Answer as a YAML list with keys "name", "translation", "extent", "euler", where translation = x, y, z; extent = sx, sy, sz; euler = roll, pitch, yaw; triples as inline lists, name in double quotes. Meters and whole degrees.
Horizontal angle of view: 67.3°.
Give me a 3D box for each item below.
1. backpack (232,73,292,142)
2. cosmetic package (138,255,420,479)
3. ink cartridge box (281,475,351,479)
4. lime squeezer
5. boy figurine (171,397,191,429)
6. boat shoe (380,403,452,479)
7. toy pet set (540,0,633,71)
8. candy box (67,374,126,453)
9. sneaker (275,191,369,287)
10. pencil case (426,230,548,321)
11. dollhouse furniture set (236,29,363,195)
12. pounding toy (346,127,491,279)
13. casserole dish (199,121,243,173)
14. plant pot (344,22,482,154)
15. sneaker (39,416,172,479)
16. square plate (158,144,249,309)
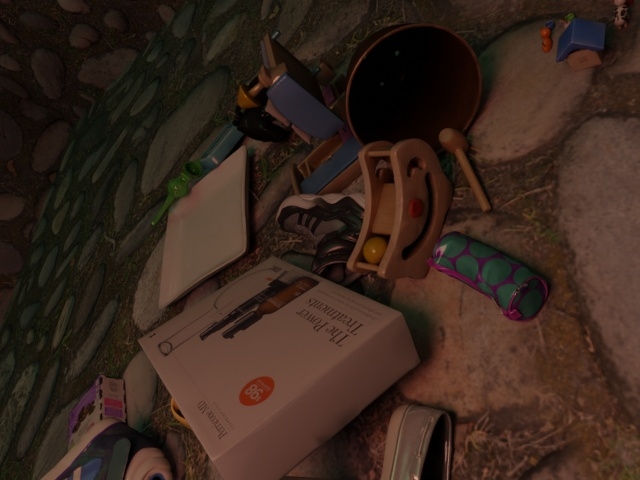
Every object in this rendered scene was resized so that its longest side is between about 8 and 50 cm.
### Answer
- name: "backpack"
  translation: [-0.114, -0.334, 1.182]
  extent: [0.152, 0.115, 0.181]
  euler: [17, 79, 38]
- name: "cosmetic package"
  translation: [-0.087, 0.164, 0.724]
  extent: [0.284, 0.097, 0.377]
  euler: [-35, 26, -22]
- name: "ink cartridge box"
  translation: [0.012, 0.406, 0.573]
  extent: [0.093, 0.154, 0.212]
  euler: [-47, 41, 16]
- name: "lime squeezer"
  translation: [-0.376, -0.169, 1.362]
  extent: [0.310, 0.059, 0.110]
  euler: [-57, -5, -14]
- name: "boy figurine"
  translation: [-0.111, 0.254, 0.785]
  extent: [0.285, 0.092, 0.177]
  euler: [-10, 52, 19]
- name: "boat shoe"
  translation: [0.119, 0.312, 0.574]
  extent: [0.081, 0.079, 0.227]
  euler: [-19, 52, 45]
- name: "toy pet set"
  translation: [0.366, -0.305, 0.688]
  extent: [0.122, 0.065, 0.114]
  euler: [-3, 66, 47]
- name: "candy box"
  translation: [-0.567, 0.474, 1.219]
  extent: [0.165, 0.070, 0.196]
  euler: [-48, 40, 15]
- name: "sneaker"
  translation: [0.000, 0.000, 0.868]
  extent: [0.269, 0.101, 0.153]
  euler: [0, 65, 44]
- name: "pencil case"
  translation: [0.218, 0.044, 0.639]
  extent: [0.070, 0.064, 0.152]
  euler: [-38, 38, -11]
- name: "dollhouse furniture set"
  translation: [-0.064, -0.247, 0.927]
  extent: [0.198, 0.303, 0.286]
  euler: [-39, 44, 24]
- name: "pounding toy"
  translation: [0.145, -0.066, 0.712]
  extent: [0.155, 0.154, 0.269]
  euler: [9, 75, 49]
- name: "casserole dish"
  translation: [-0.273, -0.267, 1.337]
  extent: [0.188, 0.037, 0.114]
  euler: [-56, 28, -15]
- name: "plant pot"
  translation: [0.131, -0.279, 0.840]
  extent: [0.215, 0.215, 0.230]
  euler: [-45, 28, 19]
- name: "sneaker"
  translation: [-0.437, 0.536, 0.938]
  extent: [0.236, 0.130, 0.322]
  euler: [24, 65, 28]
- name: "square plate"
  translation: [-0.292, -0.030, 1.243]
  extent: [0.347, 0.049, 0.343]
  euler: [-32, 48, 31]
